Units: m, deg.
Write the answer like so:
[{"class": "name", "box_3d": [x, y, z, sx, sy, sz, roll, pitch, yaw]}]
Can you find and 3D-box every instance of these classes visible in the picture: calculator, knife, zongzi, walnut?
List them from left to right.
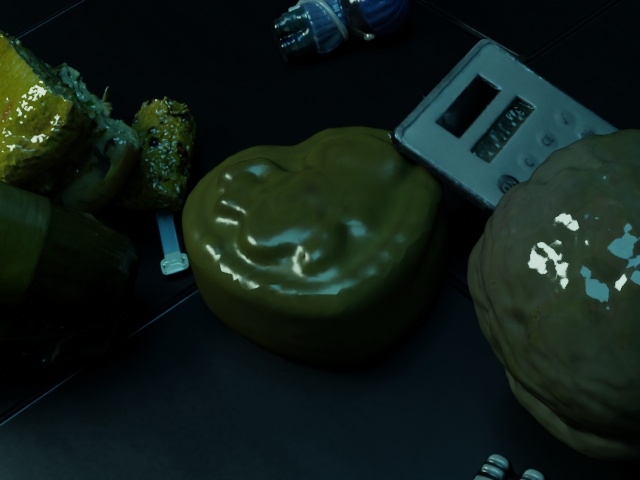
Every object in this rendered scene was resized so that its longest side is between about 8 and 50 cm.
[{"class": "zongzi", "box_3d": [-0.346, 0.065, 1.198, 0.289, 0.317, 0.154, 25, 44, -17]}, {"class": "knife", "box_3d": [-0.144, 0.001, 1.256, 0.027, 0.010, 0.096, -17, 43, -2]}, {"class": "calculator", "box_3d": [0.202, -0.063, 1.145, 0.262, 0.021, 0.161, 36, 59, 9]}, {"class": "walnut", "box_3d": [0.235, 0.046, 0.953, 0.248, 0.248, 0.248, -7, 46, 8]}]

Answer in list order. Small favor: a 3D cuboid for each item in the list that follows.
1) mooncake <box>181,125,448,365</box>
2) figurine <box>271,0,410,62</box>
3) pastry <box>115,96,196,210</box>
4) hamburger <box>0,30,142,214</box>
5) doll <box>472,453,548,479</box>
[{"class": "mooncake", "box_3d": [0.000, 0.000, 1.149, 0.235, 0.117, 0.234, -6, 43, 6]}, {"class": "figurine", "box_3d": [0.022, -0.246, 1.408, 0.149, 0.087, 0.086, -21, 83, -5]}, {"class": "pastry", "box_3d": [-0.160, -0.084, 1.308, 0.080, 0.056, 0.140, -11, 49, 26]}, {"class": "hamburger", "box_3d": [-0.280, -0.100, 1.290, 0.156, 0.144, 0.283, -62, 34, 8]}, {"class": "doll", "box_3d": [0.093, 0.243, 0.921, 0.091, 0.067, 0.219, 21, 57, 26]}]
